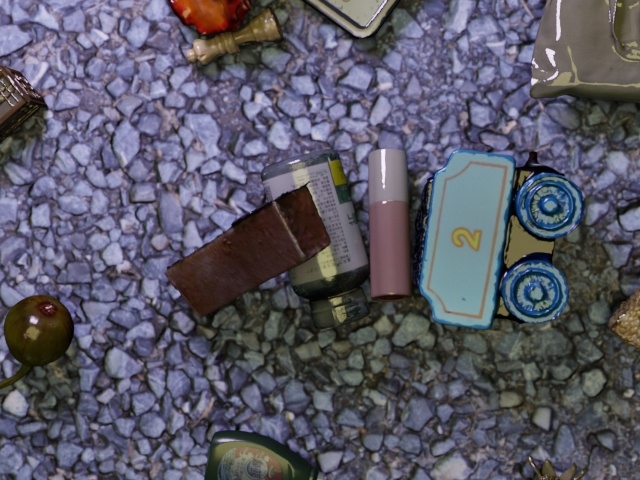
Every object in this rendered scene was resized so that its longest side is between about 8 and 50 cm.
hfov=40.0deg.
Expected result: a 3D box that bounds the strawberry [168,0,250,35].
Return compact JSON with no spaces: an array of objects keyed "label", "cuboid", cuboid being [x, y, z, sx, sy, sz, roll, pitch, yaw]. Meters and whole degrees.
[{"label":"strawberry","cuboid":[-0.184,-0.521,1.477,0.265,0.149,0.336,1,111,38]}]

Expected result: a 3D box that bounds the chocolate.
[{"label":"chocolate","cuboid":[-0.117,0.024,1.449,0.321,0.112,0.111,-31,90,40]}]

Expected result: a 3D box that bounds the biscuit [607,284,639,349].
[{"label":"biscuit","cuboid":[0.569,0.108,1.513,0.082,0.070,0.168,37,97,5]}]

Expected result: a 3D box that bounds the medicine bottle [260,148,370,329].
[{"label":"medicine bottle","cuboid":[0.000,0.000,1.504,0.142,0.141,0.293,-15,92,4]}]

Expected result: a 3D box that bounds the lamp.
[{"label":"lamp","cuboid":[-0.642,-0.172,1.559,0.325,0.089,0.090,-40,90,4]}]

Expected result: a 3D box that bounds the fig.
[{"label":"fig","cuboid":[-0.526,0.203,1.572,0.124,0.124,0.236,36,114,1]}]

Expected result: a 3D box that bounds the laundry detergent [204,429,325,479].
[{"label":"laundry detergent","cuboid":[-0.099,0.418,1.572,0.211,0.063,0.137,12,97,0]}]

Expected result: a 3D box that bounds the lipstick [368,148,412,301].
[{"label":"lipstick","cuboid":[0.117,-0.026,1.497,0.070,0.070,0.254,-1,76,3]}]

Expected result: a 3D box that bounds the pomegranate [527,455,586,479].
[{"label":"pomegranate","cuboid":[0.390,0.485,1.519,0.156,0.156,0.220,7,62,3]}]

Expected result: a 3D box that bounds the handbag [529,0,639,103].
[{"label":"handbag","cuboid":[0.518,-0.343,1.475,0.316,0.109,0.253,7,89,3]}]

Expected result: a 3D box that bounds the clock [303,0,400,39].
[{"label":"clock","cuboid":[0.049,-0.526,1.520,0.279,0.049,0.273,37,95,1]}]

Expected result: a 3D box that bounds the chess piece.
[{"label":"chess piece","cuboid":[-0.154,-0.350,1.540,0.172,0.060,0.060,-21,92,7]}]

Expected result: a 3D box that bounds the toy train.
[{"label":"toy train","cuboid":[0.289,-0.007,1.470,0.265,0.188,0.300,8,95,7]}]
